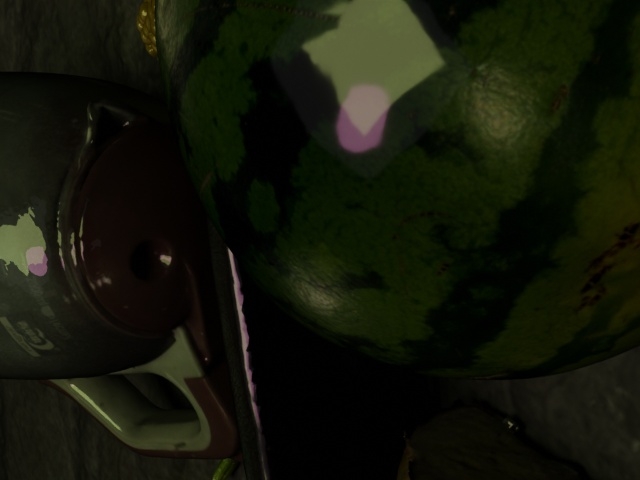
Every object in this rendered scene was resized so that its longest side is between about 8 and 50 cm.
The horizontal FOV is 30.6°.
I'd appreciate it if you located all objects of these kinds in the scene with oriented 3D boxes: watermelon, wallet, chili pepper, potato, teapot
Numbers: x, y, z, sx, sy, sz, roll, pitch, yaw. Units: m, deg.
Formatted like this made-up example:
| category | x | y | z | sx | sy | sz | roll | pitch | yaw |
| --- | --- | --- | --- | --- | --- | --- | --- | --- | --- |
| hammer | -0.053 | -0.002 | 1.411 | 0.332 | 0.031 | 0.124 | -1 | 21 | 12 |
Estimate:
| category | x | y | z | sx | sy | sz | roll | pitch | yaw |
| --- | --- | --- | --- | --- | --- | --- | --- | --- | --- |
| watermelon | 0.071 | -0.084 | 0.485 | 0.285 | 0.285 | 0.285 | 11 | 105 | 48 |
| wallet | 0.000 | 0.000 | 0.652 | 0.045 | 0.172 | 0.318 | 2 | 105 | 39 |
| chili pepper | -0.073 | 0.145 | 0.896 | 0.030 | 0.017 | 0.083 | -9 | 87 | 51 |
| potato | 0.106 | 0.173 | 0.638 | 0.172 | 0.100 | 0.089 | 32 | 124 | 38 |
| teapot | -0.169 | 0.028 | 0.850 | 0.312 | 0.233 | 0.315 | 3 | 123 | 46 |

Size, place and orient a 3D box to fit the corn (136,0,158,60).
| category | x | y | z | sx | sy | sz | roll | pitch | yaw |
| --- | --- | --- | --- | --- | --- | --- | --- | --- | --- |
| corn | -0.034 | -0.184 | 0.739 | 0.260 | 0.091 | 0.091 | -28 | 91 | 51 |
